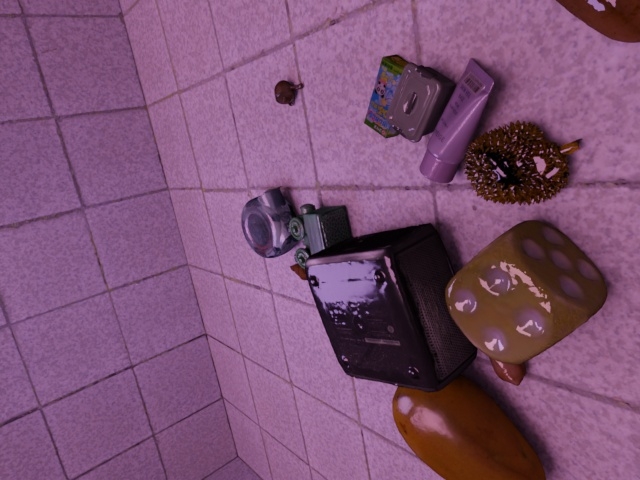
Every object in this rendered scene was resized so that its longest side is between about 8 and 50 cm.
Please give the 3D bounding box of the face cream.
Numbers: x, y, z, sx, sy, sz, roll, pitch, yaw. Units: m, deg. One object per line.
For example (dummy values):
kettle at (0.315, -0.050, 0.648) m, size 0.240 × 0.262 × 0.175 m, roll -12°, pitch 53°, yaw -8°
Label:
face cream at (0.323, -0.270, 1.042) m, size 0.154 × 0.096 × 0.273 m, roll -91°, pitch 14°, yaw -52°

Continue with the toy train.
toy train at (0.000, 0.000, 1.560) m, size 0.202 × 0.145 × 0.265 m, roll 3°, pitch 110°, yaw 49°

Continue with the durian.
durian at (0.414, -0.157, 0.946) m, size 0.237 × 0.138 × 0.193 m, roll -22°, pitch 89°, yaw 54°

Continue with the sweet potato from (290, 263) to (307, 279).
sweet potato at (-0.070, 0.124, 1.791) m, size 0.226 × 0.068 × 0.068 m, roll -164°, pitch 59°, yaw -69°

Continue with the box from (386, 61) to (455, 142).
box at (0.253, -0.345, 1.102) m, size 0.124 × 0.093 × 0.172 m, roll 48°, pitch 140°, yaw 27°

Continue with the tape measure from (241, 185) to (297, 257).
tape measure at (-0.195, -0.063, 1.785) m, size 0.275 × 0.147 × 0.256 m, roll -27°, pitch 87°, yaw 50°

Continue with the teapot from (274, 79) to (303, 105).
teapot at (-0.103, -0.515, 1.528) m, size 0.110 × 0.085 × 0.080 m, roll -21°, pitch 64°, yaw 27°

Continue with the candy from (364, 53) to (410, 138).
candy at (0.191, -0.384, 1.191) m, size 0.097 × 0.062 × 0.194 m, roll 44°, pitch 138°, yaw 30°

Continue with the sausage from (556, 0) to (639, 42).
sausage at (0.417, -0.540, 0.771) m, size 0.136 × 0.123 × 0.500 m, roll -32°, pitch 80°, yaw 24°

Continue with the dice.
dice at (0.441, 0.114, 0.974) m, size 0.233 × 0.227 × 0.238 m, roll 52°, pitch 139°, yaw 20°

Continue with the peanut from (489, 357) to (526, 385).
peanut at (0.476, 0.301, 1.148) m, size 0.076 × 0.076 × 0.152 m, roll -42°, pitch 68°, yaw 53°

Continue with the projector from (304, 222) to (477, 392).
projector at (0.186, 0.193, 1.262) m, size 0.395 × 0.242 × 0.404 m, roll -11°, pitch 101°, yaw 52°

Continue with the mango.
mango at (0.403, 0.546, 1.239) m, size 0.446 × 0.232 × 0.299 m, roll 34°, pitch 130°, yaw 23°
